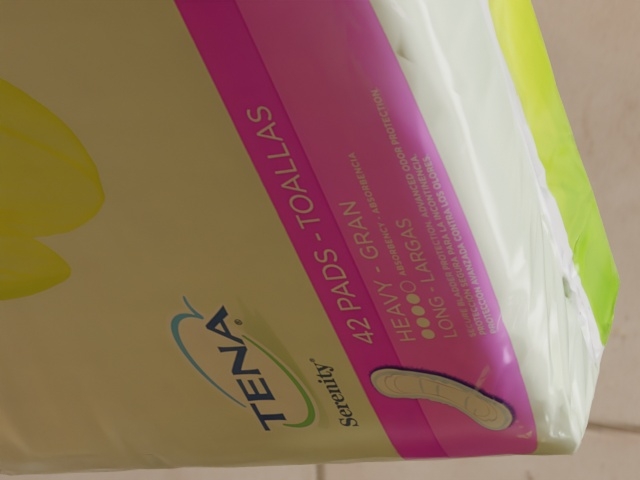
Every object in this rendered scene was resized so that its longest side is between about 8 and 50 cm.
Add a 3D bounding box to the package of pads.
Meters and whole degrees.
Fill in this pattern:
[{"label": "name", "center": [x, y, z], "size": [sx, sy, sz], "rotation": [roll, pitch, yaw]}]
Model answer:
[{"label": "package of pads", "center": [-0.063, -0.054, 0.433], "size": [0.229, 0.101, 0.296], "rotation": [-6, 130, 25]}]
